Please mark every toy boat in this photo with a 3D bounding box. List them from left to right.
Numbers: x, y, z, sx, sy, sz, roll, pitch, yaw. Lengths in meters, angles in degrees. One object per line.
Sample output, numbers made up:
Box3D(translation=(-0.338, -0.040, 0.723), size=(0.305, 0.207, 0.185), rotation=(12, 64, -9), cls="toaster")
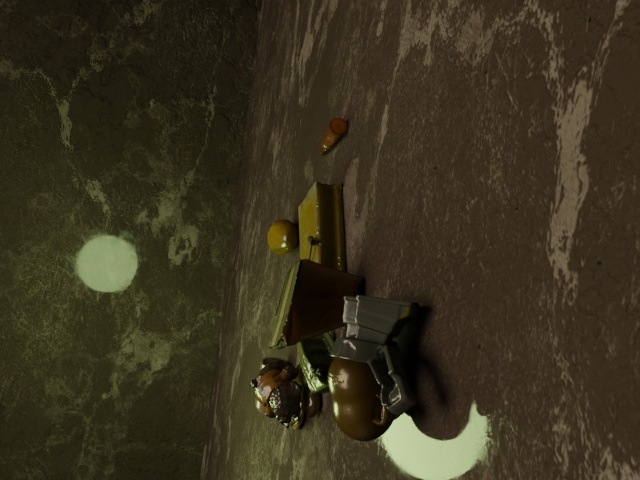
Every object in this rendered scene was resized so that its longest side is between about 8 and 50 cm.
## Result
Box3D(translation=(0.004, 0.332, 1.461), size=(0.276, 0.111, 0.084), rotation=(-126, 40, -60), cls="toy boat")

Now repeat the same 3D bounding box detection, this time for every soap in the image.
Box3D(translation=(0.000, 0.000, 1.626), size=(0.199, 0.091, 0.315), rotation=(133, 139, -59), cls="soap")

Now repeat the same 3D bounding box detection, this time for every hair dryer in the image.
Box3D(translation=(-0.148, 0.551, 1.834), size=(0.344, 0.106, 0.189), rotation=(-136, 54, -72), cls="hair dryer")

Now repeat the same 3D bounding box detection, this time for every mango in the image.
Box3D(translation=(-0.136, -0.009, 2.039), size=(0.195, 0.098, 0.137), rotation=(24, 104, 64), cls="mango")

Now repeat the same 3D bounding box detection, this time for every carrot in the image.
Box3D(translation=(0.025, -0.318, 1.721), size=(0.224, 0.057, 0.057), rotation=(139, 134, -69), cls="carrot")

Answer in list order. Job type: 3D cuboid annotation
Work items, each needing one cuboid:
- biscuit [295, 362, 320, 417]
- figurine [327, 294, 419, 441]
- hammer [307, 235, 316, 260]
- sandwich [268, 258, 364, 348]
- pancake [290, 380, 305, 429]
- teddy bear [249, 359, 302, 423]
Box3D(translation=(-0.034, 0.414, 1.653), size=(0.208, 0.047, 0.164), rotation=(-121, 42, -62), cls="biscuit")
Box3D(translation=(0.099, 0.261, 1.110), size=(0.342, 0.167, 0.285), rotation=(84, -163, -77), cls="figurine")
Box3D(translation=(-0.030, 0.043, 1.542), size=(0.035, 0.019, 0.110), rotation=(-127, 42, -64), cls="hammer")
Box3D(translation=(-0.003, 0.191, 1.385), size=(0.155, 0.198, 0.227), rotation=(137, 150, -65), cls="sandwich")
Box3D(translation=(-0.080, 0.541, 1.781), size=(0.158, 0.028, 0.158), rotation=(-171, 90, -74), cls="pancake")
Box3D(translation=(-0.127, 0.463, 1.648), size=(0.190, 0.140, 0.177), rotation=(20, 87, 51), cls="teddy bear")
